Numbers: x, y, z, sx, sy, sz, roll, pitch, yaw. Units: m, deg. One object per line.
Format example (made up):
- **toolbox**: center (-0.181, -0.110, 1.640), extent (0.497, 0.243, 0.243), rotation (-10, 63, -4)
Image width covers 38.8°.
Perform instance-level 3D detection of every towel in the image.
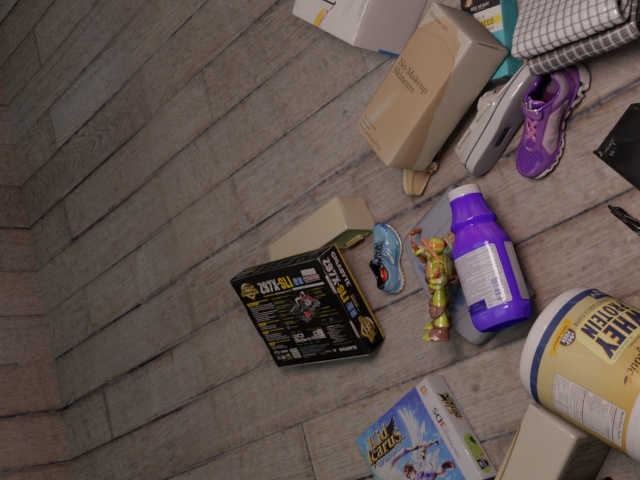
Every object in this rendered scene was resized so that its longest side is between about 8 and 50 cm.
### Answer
- **towel**: center (0.475, -0.446, 1.607), extent (0.235, 0.121, 0.284), rotation (-15, 51, 53)

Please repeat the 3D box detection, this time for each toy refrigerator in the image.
- **toy refrigerator**: center (0.000, 0.000, 2.156), extent (0.269, 0.102, 0.094), rotation (-36, 64, 39)

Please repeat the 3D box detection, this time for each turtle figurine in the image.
- **turtle figurine**: center (0.234, 0.080, 1.824), extent (0.269, 0.087, 0.218), rotation (-108, 14, -75)

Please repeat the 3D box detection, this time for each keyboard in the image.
- **keyboard**: center (0.603, -0.080, 1.582), extent (0.317, 0.033, 0.202), rotation (50, 116, 36)

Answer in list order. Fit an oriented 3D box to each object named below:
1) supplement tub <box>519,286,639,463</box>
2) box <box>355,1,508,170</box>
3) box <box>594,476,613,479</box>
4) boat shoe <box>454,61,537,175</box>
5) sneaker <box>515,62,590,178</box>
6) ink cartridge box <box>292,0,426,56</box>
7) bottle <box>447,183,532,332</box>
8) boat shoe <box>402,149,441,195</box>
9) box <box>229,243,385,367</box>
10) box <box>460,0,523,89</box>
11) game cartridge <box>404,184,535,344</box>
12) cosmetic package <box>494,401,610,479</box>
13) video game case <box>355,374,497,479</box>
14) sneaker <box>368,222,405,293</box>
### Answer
- **supplement tub**: center (0.520, 0.234, 1.518), extent (0.316, 0.228, 0.229), rotation (29, 109, 42)
- **box**: center (0.219, -0.304, 1.834), extent (0.148, 0.121, 0.311), rotation (55, 126, 34)
- **box**: center (0.468, 0.543, 1.619), extent (0.108, 0.153, 0.207), rotation (42, 117, 39)
- **boat shoe**: center (0.353, -0.255, 1.806), extent (0.088, 0.096, 0.268), rotation (50, 132, 30)
- **sneaker**: center (0.418, -0.232, 1.725), extent (0.095, 0.104, 0.237), rotation (34, 114, 40)
- **ink cartridge box**: center (0.086, -0.534, 2.028), extent (0.232, 0.171, 0.168), rotation (38, 115, 41)
- **bottle**: center (0.316, 0.031, 1.759), extent (0.118, 0.092, 0.283), rotation (-29, 69, 37)
- **boat shoe**: center (0.225, -0.173, 1.953), extent (0.059, 0.063, 0.170), rotation (26, 107, 49)
- **box**: center (-0.036, 0.161, 2.128), extent (0.322, 0.079, 0.257), rotation (-16, 105, 45)
- **box**: center (0.343, -0.438, 1.838), extent (0.100, 0.060, 0.245), rotation (-10, 82, 45)
- **game cartridge**: center (0.295, 0.057, 1.884), extent (0.198, 0.062, 0.297), rotation (-49, 56, 29)
- **cosmetic package**: center (0.410, 0.451, 1.679), extent (0.113, 0.160, 0.310), rotation (35, 112, 41)
- **video game case**: center (0.219, 0.463, 1.948), extent (0.269, 0.061, 0.244), rotation (-49, 55, 34)
- **sneaker**: center (0.142, 0.038, 2.026), extent (0.063, 0.073, 0.162), rotation (-22, 73, 44)
